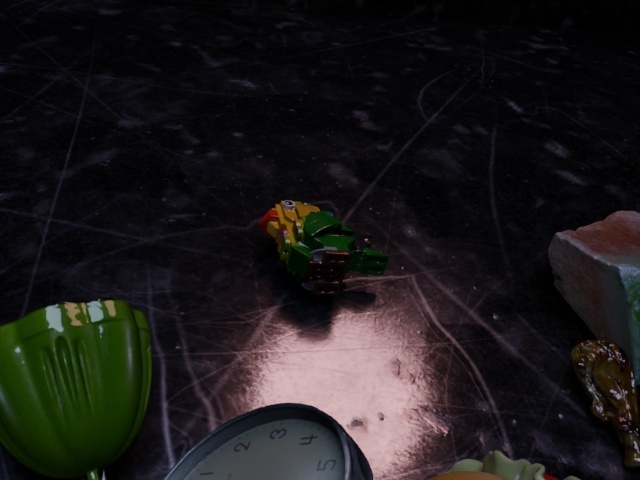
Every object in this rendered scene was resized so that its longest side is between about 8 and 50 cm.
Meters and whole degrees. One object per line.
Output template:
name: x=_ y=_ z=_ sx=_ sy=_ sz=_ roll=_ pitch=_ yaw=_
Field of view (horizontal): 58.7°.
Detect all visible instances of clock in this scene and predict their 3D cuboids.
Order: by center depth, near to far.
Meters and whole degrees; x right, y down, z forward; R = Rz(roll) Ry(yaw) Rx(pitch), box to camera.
clock: x=-0.063 y=0.241 z=0.510 sx=0.226 sy=0.049 sz=0.226 roll=-22 pitch=25 yaw=11

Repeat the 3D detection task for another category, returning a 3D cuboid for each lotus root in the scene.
lotus root: x=-0.247 y=0.173 z=0.579 sx=0.186 sy=0.186 sz=0.186 roll=6 pitch=38 yaw=-5

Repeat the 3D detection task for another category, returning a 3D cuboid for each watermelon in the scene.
watermelon: x=0.494 y=0.052 z=0.879 sx=0.264 sy=0.151 sz=0.302 roll=-12 pitch=43 yaw=-24

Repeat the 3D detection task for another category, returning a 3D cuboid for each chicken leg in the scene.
chicken leg: x=0.375 y=0.204 z=0.736 sx=0.093 sy=0.070 sz=0.178 roll=21 pitch=45 yaw=-26

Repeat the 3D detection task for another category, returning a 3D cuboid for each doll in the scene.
doll: x=-0.007 y=0.002 z=0.873 sx=0.134 sy=0.106 sz=0.186 roll=-18 pitch=45 yaw=-39

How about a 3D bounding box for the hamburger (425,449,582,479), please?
hamburger: x=0.129 y=0.291 z=0.395 sx=0.212 sy=0.274 sz=0.274 roll=21 pitch=37 yaw=-10
